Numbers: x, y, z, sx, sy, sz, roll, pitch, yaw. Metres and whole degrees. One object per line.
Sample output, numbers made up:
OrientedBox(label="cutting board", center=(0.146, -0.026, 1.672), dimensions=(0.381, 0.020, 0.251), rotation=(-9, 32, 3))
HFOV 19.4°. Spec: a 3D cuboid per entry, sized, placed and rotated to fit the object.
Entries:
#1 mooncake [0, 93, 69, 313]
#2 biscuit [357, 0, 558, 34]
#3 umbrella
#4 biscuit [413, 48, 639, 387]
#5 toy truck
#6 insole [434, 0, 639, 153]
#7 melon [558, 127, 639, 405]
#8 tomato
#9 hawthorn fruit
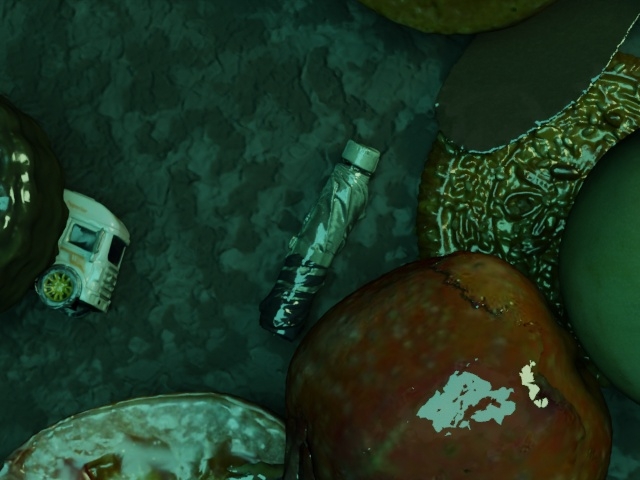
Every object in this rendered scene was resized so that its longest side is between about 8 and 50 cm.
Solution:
OrientedBox(label="mooncake", center=(-0.331, -0.034, 1.557), dimensions=(0.228, 0.124, 0.228), rotation=(-1, 79, 5))
OrientedBox(label="biscuit", center=(0.121, -0.363, 1.522), dimensions=(0.350, 0.070, 0.394), rotation=(41, 121, -8))
OrientedBox(label="umbrella", center=(0.000, 0.000, 1.665), dimensions=(0.046, 0.050, 0.188), rotation=(25, 91, 26))
OrientedBox(label="biscuit", center=(0.231, -0.020, 1.646), dimensions=(0.305, 0.038, 0.305), rotation=(0, 88, 5))
OrientedBox(label="toy truck", center=(-0.280, -0.019, 1.660), dimensions=(0.226, 0.098, 0.114), rotation=(23, 84, 7))
OrientedBox(label="insole", center=(0.227, -0.203, 1.646), dimensions=(0.111, 0.007, 0.328), rotation=(40, 85, 17))
OrientedBox(label="melon", center=(0.311, 0.020, 1.467), dimensions=(0.271, 0.308, 0.272), rotation=(3, 80, -17))
OrientedBox(label="tomato", center=(-0.129, 0.292, 1.612), dimensions=(0.338, 0.143, 0.338), rotation=(1, 83, -9))
OrientedBox(label="hawthorn fruit", center=(0.073, 0.152, 1.506), dimensions=(0.307, 0.276, 0.276), rotation=(-21, 86, 0))
